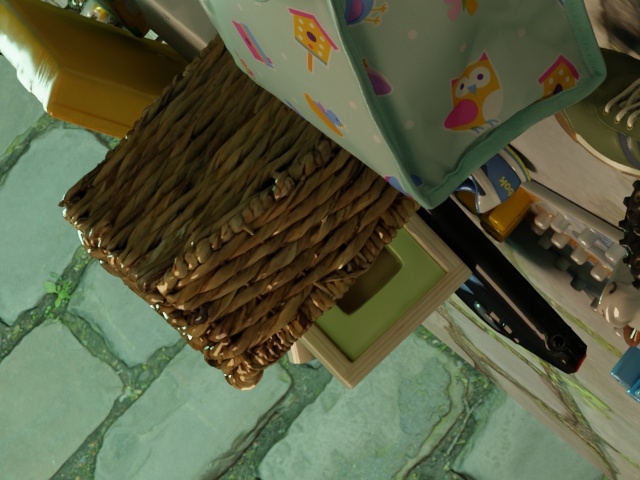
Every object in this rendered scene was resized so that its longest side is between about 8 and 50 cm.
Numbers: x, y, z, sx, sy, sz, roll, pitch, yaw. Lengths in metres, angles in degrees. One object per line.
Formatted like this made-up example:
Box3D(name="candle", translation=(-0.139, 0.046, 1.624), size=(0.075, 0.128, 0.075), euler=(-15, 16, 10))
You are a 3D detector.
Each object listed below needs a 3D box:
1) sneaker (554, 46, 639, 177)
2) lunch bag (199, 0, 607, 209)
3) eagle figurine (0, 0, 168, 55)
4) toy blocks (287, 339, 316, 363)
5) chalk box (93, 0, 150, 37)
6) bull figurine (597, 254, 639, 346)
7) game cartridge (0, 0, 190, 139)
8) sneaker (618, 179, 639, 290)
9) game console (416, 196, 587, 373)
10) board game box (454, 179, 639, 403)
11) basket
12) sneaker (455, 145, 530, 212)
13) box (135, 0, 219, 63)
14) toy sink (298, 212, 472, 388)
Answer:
Box3D(name="sneaker", translation=(0.203, -0.059, 0.963), size=(0.192, 0.064, 0.086), euler=(39, 168, 23))
Box3D(name="lunch bag", translation=(0.001, -0.177, 0.910), size=(0.223, 0.160, 0.262), euler=(41, 166, 50))
Box3D(name="eagle figurine", translation=(-0.302, -0.283, 2.130), size=(0.298, 0.226, 0.225), euler=(26, 143, -18))
Box3D(name="toy blocks", translation=(-0.008, -0.036, 2.266), size=(0.289, 0.309, 0.260), euler=(13, 121, 56))
Box3D(name="chalk box", translation=(-0.205, -0.303, 1.559), size=(0.213, 0.132, 0.132), euler=(39, 176, 13))
Box3D(name="bull figurine", translation=(0.318, 0.113, 1.235), size=(0.310, 0.101, 0.188), euler=(36, -164, -34))
Box3D(name="game cartridge", translation=(-0.122, -0.116, 1.496), size=(0.285, 0.052, 0.323), euler=(17, -167, -24))
Box3D(name="sneaker", translation=(0.276, 0.036, 1.128), size=(0.086, 0.085, 0.237), euler=(11, -155, -42))
Box3D(name="game console", translation=(0.087, -0.037, 1.749), size=(0.386, 0.060, 0.342), euler=(46, -178, -10))
Box3D(name="board game box", translation=(0.329, 0.113, 1.582), size=(0.390, 0.050, 0.390), euler=(46, 174, -39))
Box3D(name="basket", translation=(0.014, -0.032, 1.256), size=(0.223, 0.299, 0.213), euler=(47, 171, -35))
Box3D(name="sneaker", translation=(0.109, -0.080, 1.525), size=(0.144, 0.059, 0.053), euler=(40, 178, 25))
Box3D(name="box", translation=(-0.068, -0.202, 1.383), size=(0.091, 0.130, 0.170), euler=(40, 175, 6))
Box3D(name="toy sink", translation=(0.000, 0.000, 1.629), size=(0.234, 0.153, 0.131), euler=(47, 176, 2))
